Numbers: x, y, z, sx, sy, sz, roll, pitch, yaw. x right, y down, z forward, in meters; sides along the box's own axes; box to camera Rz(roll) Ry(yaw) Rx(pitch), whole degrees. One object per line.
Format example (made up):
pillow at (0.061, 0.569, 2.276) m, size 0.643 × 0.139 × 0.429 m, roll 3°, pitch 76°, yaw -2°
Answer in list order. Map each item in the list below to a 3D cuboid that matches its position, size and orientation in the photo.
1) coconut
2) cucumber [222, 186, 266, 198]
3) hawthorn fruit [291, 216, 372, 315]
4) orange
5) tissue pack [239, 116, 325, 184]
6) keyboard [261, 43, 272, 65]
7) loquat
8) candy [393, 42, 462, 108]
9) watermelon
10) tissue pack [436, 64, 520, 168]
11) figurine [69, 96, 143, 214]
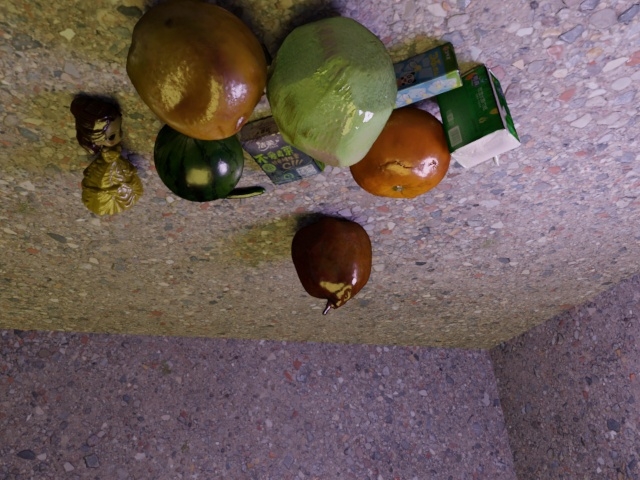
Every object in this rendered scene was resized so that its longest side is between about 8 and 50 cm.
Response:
coconut at (0.018, -0.318, 1.109) m, size 0.281 × 0.328 × 0.328 m, roll -27°, pitch 169°, yaw -38°
cucumber at (-0.274, -0.156, 1.645) m, size 0.185 × 0.036 × 0.033 m, roll -5°, pitch 159°, yaw 1°
hawthorn fruit at (0.046, 0.070, 1.814) m, size 0.309 × 0.324 × 0.308 m, roll -11°, pitch 131°, yaw -14°
orange at (0.214, -0.237, 1.343) m, size 0.284 × 0.225 × 0.284 m, roll -1°, pitch 162°, yaw 0°
tissue pack at (-0.106, -0.261, 1.432) m, size 0.174 × 0.073 × 0.235 m, roll -13°, pitch 149°, yaw 18°
keyboard at (-0.221, -0.424, 1.185) m, size 0.205 × 0.013 × 0.061 m, roll -10°, pitch 150°, yaw 13°
loquat at (-0.258, -0.364, 1.054) m, size 0.284 × 0.275 × 0.276 m, roll 27°, pitch 143°, yaw -13°
candy at (0.237, -0.395, 1.194) m, size 0.195 × 0.097 × 0.062 m, roll -15°, pitch 148°, yaw 21°
watermelon at (-0.323, -0.220, 1.315) m, size 0.243 × 0.242 × 0.242 m, roll -2°, pitch 151°, yaw -1°
tissue pack at (0.410, -0.304, 1.262) m, size 0.148 × 0.208 × 0.156 m, roll -26°, pitch 146°, yaw 35°
figurine at (-0.584, -0.239, 1.349) m, size 0.187 × 0.168 × 0.315 m, roll -36°, pitch 160°, yaw -35°
